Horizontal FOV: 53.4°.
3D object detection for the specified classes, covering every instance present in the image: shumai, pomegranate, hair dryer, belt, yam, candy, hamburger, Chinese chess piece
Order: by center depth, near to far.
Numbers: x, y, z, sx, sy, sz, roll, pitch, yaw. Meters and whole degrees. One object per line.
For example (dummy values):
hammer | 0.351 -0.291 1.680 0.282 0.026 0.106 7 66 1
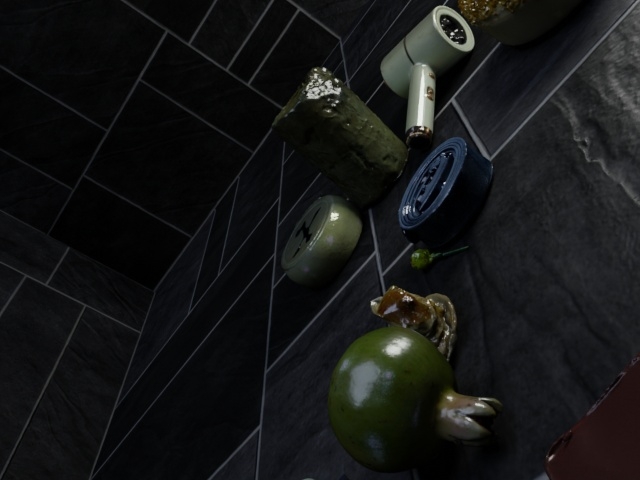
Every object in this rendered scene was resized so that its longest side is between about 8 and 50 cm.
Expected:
pomegranate | 0.104 0.195 0.785 0.210 0.179 0.179 -28 35 55
shumai | 0.127 0.124 0.931 0.145 0.116 0.145 -51 21 27
candy | 0.197 0.024 1.056 0.123 0.035 0.035 -17 88 50
belt | 0.211 -0.077 1.088 0.190 0.082 0.141 -61 21 -10
hamburger | 0.379 -0.507 1.181 0.276 0.179 0.294 -52 19 17
hair dryer | 0.230 -0.335 1.422 0.203 0.128 0.362 -35 37 47
yam | 0.043 -0.237 1.454 0.195 0.300 0.195 -45 14 15
Chinese chess piece | 0.000 0.000 1.493 0.238 0.092 0.238 -50 19 25

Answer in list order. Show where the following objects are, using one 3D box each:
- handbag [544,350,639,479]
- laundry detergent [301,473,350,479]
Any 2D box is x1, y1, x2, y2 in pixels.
handbag | 0.310 0.156 0.439 0.260 0.084 0.275 -52 13 11
laundry detergent | -0.035 0.436 0.871 0.280 0.105 0.215 -59 16 2
